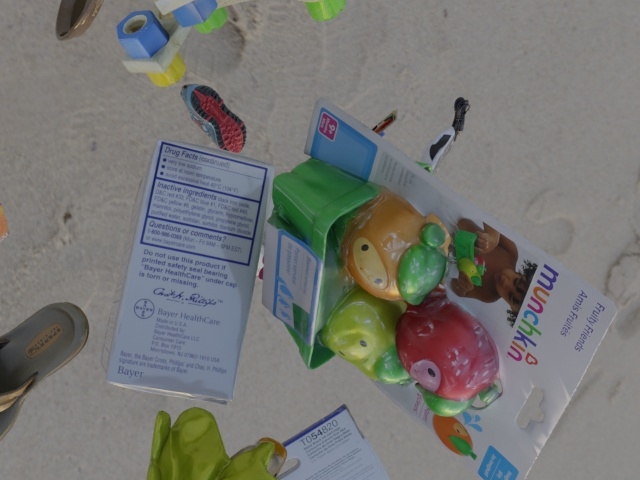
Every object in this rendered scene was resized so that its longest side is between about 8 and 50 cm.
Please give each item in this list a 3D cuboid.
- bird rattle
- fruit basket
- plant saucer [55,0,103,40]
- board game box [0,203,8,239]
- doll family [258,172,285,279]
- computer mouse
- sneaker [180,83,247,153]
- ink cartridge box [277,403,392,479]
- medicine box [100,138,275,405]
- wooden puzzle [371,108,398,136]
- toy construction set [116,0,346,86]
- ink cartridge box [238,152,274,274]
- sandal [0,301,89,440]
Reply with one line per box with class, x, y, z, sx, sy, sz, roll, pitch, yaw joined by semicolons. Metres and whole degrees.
bird rattle;-0.101;0.284;0.697;0.207;0.143;0.253;-6;115;-68
fruit basket;0.086;0.074;0.756;0.165;0.353;0.327;-24;142;-29
plant saucer;-0.565;-0.606;1.806;0.041;0.278;0.278;21;105;-36
board game box;-0.882;-0.025;1.464;0.356;0.356;0.356;41;70;-10
doll family;0.000;0.000;1.365;0.163;0.118;0.263;30;63;-42
computer mouse;0.247;-0.202;1.533;0.193;0.042;0.106;-54;163;-34
sneaker;-0.306;-0.353;2.134;0.104;0.125;0.262;-45;134;-14
ink cartridge box;-0.018;0.329;0.888;0.223;0.045;0.224;-29;107;-7
medicine box;-0.180;0.044;0.967;0.149;0.263;0.289;13;81;-16
wooden puzzle;0.107;-0.198;1.300;0.078;0.116;0.014;-44;100;12
toy construction set;-0.060;-0.285;0.571;0.215;0.327;0.151;-15;157;14
ink cartridge box;-0.157;-0.051;1.525;0.087;0.153;0.208;-13;126;24
sandal;-0.287;0.124;0.671;0.180;0.072;0.049;-45;173;-6
